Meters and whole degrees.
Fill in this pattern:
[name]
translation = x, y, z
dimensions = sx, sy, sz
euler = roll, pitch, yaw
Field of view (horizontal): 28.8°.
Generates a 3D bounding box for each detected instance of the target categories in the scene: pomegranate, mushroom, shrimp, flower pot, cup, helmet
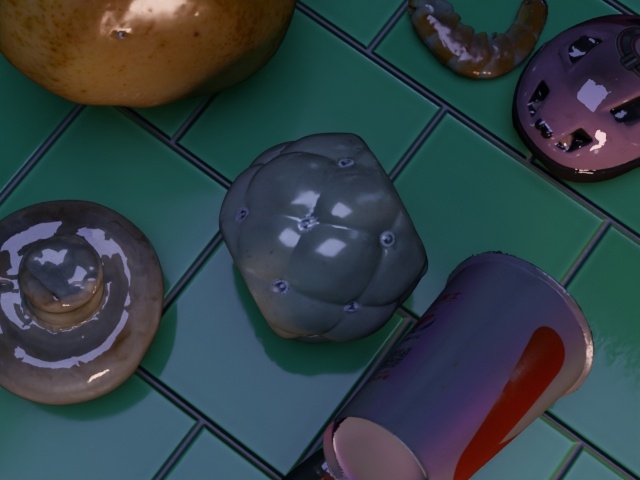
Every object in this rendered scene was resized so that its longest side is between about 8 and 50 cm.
[pomegranate]
translation = -0.226, -0.335, 1.450
dimensions = 0.416, 0.417, 0.417
euler = 0, 74, 0
[mushroom]
translation = -0.297, 0.058, 1.415
dimensions = 0.243, 0.243, 0.244
euler = 0, 74, 0
[shrimp]
translation = 0.207, -0.290, 1.602
dimensions = 0.166, 0.049, 0.161
euler = -41, 81, -12
[flower pot]
translation = 0.000, 0.000, 1.425
dimensions = 0.195, 0.246, 0.246
euler = -29, 76, -1
[cup]
translation = 0.140, 0.166, 1.338
dimensions = 0.203, 0.203, 0.288
euler = 43, 48, 11
[helmet]
translation = 0.355, -0.189, 1.523
dimensions = 0.253, 0.154, 0.198
euler = -35, 76, -4

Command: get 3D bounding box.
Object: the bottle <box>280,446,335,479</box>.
[bottle]
translation = 0.096, 0.371, 1.368
dimensions = 0.144, 0.144, 0.336
euler = -33, 78, -9
